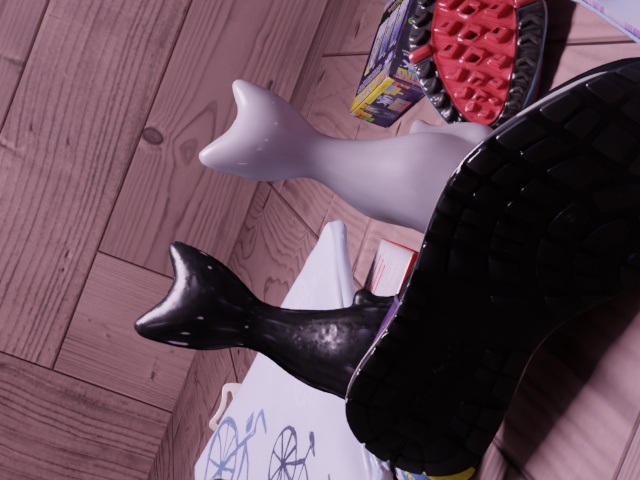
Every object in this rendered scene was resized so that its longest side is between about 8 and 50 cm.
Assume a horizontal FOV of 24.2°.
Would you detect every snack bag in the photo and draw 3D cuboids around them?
[{"bbox_3d":[-0.027,0.192,1.198,0.323,0.037,0.343,-99,30,-51],"label":"snack bag"}]

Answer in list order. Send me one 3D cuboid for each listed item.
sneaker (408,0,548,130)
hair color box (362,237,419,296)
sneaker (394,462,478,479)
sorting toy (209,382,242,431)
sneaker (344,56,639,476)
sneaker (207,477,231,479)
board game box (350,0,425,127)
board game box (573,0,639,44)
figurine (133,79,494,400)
[{"bbox_3d":[0.133,-0.174,1.135,0.104,0.125,0.262,-17,56,22],"label":"sneaker"},{"bbox_3d":[0.065,0.042,1.146,0.141,0.043,0.072,-147,77,-81],"label":"hair color box"},{"bbox_3d":[0.073,0.093,0.928,0.059,0.053,0.144,118,170,-54],"label":"sneaker"},{"bbox_3d":[-0.078,0.190,1.605,0.045,0.075,0.083,-162,92,-82],"label":"sorting toy"},{"bbox_3d":[0.104,-0.006,0.791,0.283,0.107,0.124,-55,5,39],"label":"sneaker"},{"bbox_3d":[-0.013,0.234,0.677,0.410,0.182,0.158,-96,28,-72],"label":"sneaker"},{"bbox_3d":[0.091,-0.207,1.582,0.170,0.048,0.141,147,141,-76],"label":"board game box"},{"bbox_3d":[0.227,-0.217,0.631,0.318,0.065,0.319,-95,27,-73],"label":"board game box"},{"bbox_3d":[0.000,0.000,1.033,0.092,0.209,0.215,78,-151,-71],"label":"figurine"}]
